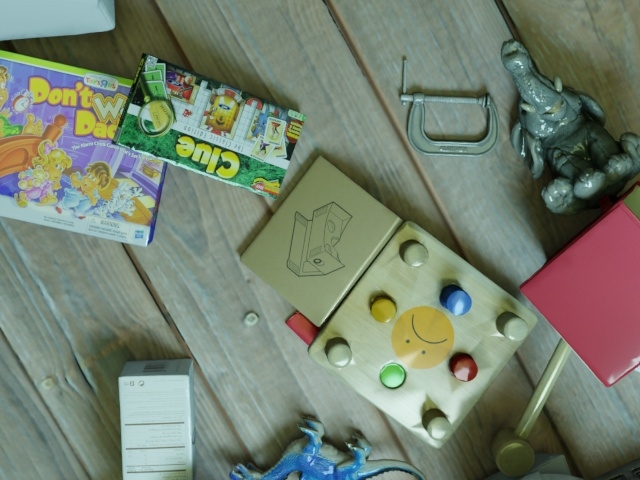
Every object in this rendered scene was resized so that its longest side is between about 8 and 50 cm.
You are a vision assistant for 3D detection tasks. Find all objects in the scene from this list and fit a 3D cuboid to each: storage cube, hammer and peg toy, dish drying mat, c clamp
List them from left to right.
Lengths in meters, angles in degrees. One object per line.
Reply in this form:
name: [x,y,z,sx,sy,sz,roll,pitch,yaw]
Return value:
dish drying mat: [-0.014,0.144,1.618,0.083,0.008,0.032,44,94,-7]
c clamp: [0.193,-0.192,1.576,0.161,0.022,0.137,8,97,-3]
hammer and peg toy: [0.197,0.166,1.570,0.361,0.127,0.266,36,92,-6]
storage cube: [0.427,0.057,1.488,0.215,0.184,0.193,49,116,8]

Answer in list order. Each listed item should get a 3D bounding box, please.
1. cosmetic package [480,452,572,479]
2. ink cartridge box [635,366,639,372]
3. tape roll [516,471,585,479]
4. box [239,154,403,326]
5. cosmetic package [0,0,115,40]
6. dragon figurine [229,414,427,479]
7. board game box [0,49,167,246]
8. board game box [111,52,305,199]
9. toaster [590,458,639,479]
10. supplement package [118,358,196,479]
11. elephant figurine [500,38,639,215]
cosmetic package: [0.339,0.451,1.585,0.127,0.107,0.237,-20,85,-19]
ink cartridge box: [0.574,0.119,1.618,0.223,0.045,0.224,25,97,-3]
tape roll: [0.326,0.455,1.435,0.246,0.169,0.246,0,91,6]
box: [0.000,0.000,1.561,0.164,0.021,0.201,39,94,20]
cosmetic package: [-0.453,-0.485,1.328,0.328,0.329,0.393,-4,85,-3]
dragon figurine: [0.012,0.361,1.605,0.289,0.085,0.144,18,98,1]
board game box: [-0.395,-0.143,1.532,0.347,0.078,0.233,12,96,-4]
board game box: [-0.155,-0.159,1.510,0.260,0.030,0.136,17,96,-29]
toaster: [0.496,0.410,1.596,0.168,0.185,0.110,-24,93,7]
supplement package: [-0.241,0.277,1.578,0.105,0.105,0.179,-1,98,-4]
elephant figurine: [0.349,-0.165,1.529,0.169,0.186,0.239,-22,69,-33]
